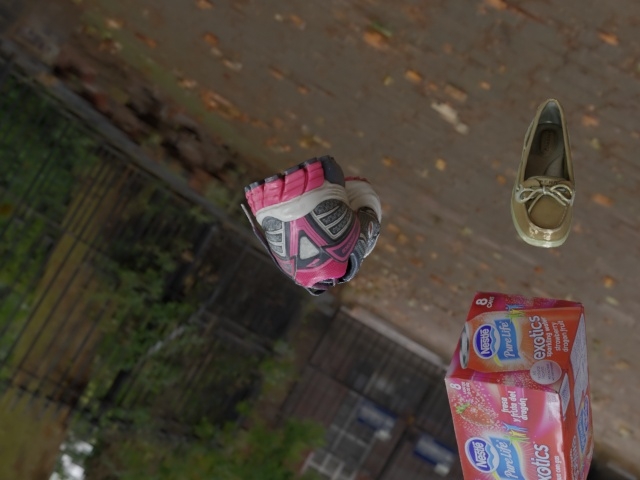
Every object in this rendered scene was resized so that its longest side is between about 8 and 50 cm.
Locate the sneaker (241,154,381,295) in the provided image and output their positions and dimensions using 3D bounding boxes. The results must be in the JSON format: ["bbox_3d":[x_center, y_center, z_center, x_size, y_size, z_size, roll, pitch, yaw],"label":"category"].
[{"bbox_3d":[0.000,0.000,1.253,0.299,0.120,0.112,16,-126,-76],"label":"sneaker"}]

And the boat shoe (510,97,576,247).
[{"bbox_3d":[0.202,-0.060,1.104,0.056,0.153,0.048,7,140,10],"label":"boat shoe"}]

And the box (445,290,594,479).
[{"bbox_3d":[0.222,0.190,1.341,0.122,0.128,0.257,6,137,22],"label":"box"}]
